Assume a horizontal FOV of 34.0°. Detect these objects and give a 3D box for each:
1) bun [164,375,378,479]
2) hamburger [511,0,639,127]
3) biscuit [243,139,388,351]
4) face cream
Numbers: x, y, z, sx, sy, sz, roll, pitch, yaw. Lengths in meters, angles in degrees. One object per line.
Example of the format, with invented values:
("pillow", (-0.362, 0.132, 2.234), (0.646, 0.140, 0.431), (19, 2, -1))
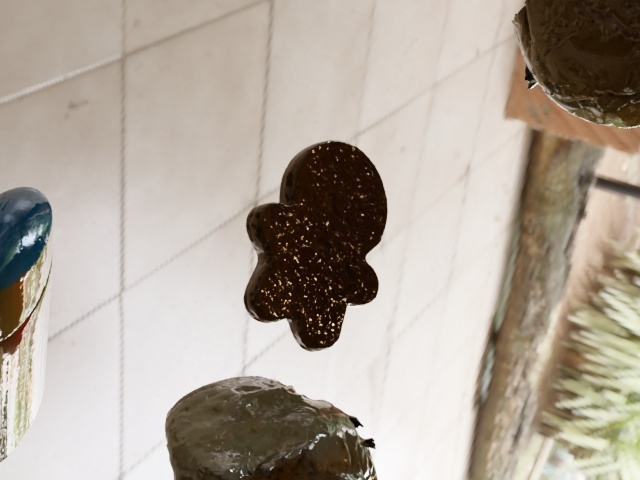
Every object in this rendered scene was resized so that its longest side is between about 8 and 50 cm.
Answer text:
("bun", (-0.036, 0.265, 1.062), (0.281, 0.204, 0.282), (169, -90, -83))
("hamburger", (0.367, -0.237, 1.184), (0.132, 0.308, 0.211), (19, 48, -56))
("biscuit", (0.000, 0.000, 1.136), (0.180, 0.039, 0.236), (36, 63, -26))
("face cream", (-0.274, 0.075, 0.906), (0.285, 0.067, 0.139), (110, -6, -49))
